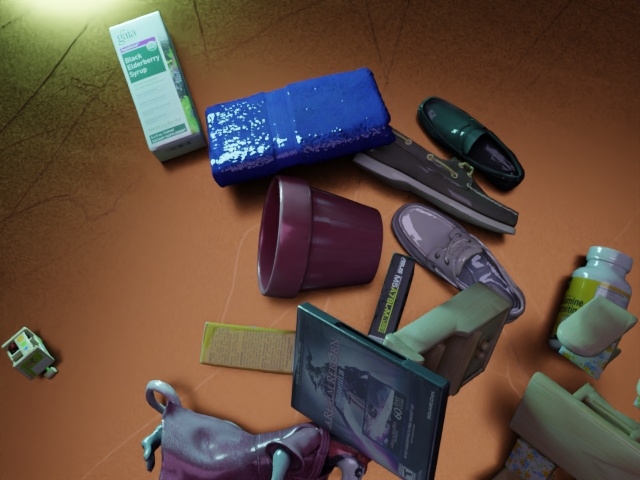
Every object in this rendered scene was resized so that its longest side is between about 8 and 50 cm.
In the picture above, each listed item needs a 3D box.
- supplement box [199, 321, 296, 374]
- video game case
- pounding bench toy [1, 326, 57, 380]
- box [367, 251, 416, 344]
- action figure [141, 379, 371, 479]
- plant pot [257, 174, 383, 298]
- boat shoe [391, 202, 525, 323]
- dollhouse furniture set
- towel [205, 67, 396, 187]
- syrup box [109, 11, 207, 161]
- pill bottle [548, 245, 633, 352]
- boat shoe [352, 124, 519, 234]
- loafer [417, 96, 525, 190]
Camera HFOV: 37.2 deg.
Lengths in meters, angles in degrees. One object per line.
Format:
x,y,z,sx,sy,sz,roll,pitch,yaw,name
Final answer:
-0.080,0.185,1.597,0.233,0.078,0.080,4,81,2,supplement box
0.065,0.231,1.416,0.274,0.026,0.196,26,125,34,video game case
-0.492,0.198,1.622,0.052,0.083,0.065,-41,51,-7,pounding bench toy
0.110,0.125,1.548,0.045,0.184,0.191,16,81,9,box
-0.083,0.360,1.542,0.370,0.248,0.276,-12,54,0,action figure
0.000,0.000,1.578,0.180,0.201,0.201,6,81,-13,plant pot
0.239,0.029,1.603,0.277,0.096,0.098,39,85,7,boat shoe
0.298,0.265,1.407,0.394,0.362,0.256,37,41,28,dollhouse furniture set
-0.040,-0.186,1.610,0.308,0.076,0.228,-14,39,2,towel
-0.283,-0.268,1.665,0.093,0.096,0.237,-20,82,-1,syrup box
0.456,0.108,1.581,0.103,0.103,0.184,20,82,5,pill bottle
0.207,-0.105,1.619,0.305,0.109,0.091,27,88,9,boat shoe
0.263,-0.174,1.643,0.223,0.078,0.076,41,84,7,loafer
